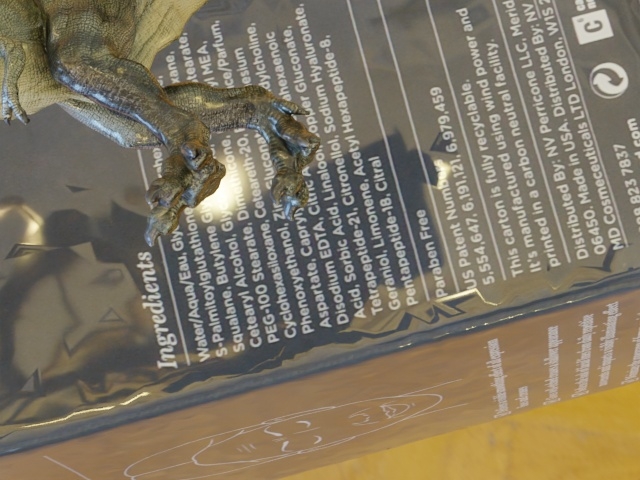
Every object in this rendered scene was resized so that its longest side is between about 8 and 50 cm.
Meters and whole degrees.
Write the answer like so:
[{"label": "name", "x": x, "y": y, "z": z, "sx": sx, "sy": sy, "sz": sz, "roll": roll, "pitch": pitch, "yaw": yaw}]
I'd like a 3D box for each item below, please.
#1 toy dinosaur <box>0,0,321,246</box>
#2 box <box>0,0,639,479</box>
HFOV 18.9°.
[{"label": "toy dinosaur", "x": -0.063, "y": -0.052, "z": 0.617, "sx": 0.118, "sy": 0.268, "sz": 0.064, "roll": 40, "pitch": 130, "yaw": 18}, {"label": "box", "x": 0.000, "y": 0.000, "z": 1.080, "sx": 0.395, "sy": 0.293, "sz": 0.212, "roll": -16, "pitch": 74, "yaw": 2}]
